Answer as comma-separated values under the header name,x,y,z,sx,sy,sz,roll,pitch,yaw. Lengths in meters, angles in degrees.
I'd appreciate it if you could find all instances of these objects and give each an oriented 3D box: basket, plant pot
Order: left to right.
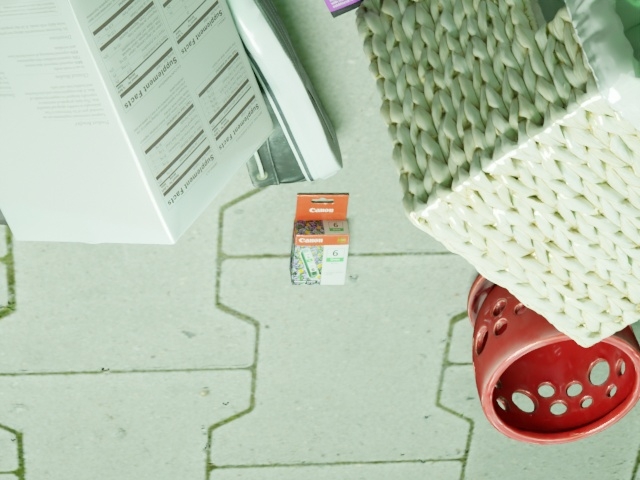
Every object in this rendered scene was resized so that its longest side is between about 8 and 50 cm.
name,x,y,z,sx,sy,sz,roll,pitch,yaw
plant pot,0.265,0.114,1.957,0.191,0.174,0.191,-4,131,-4
basket,0.242,-0.126,1.626,0.266,0.328,0.331,-34,135,24

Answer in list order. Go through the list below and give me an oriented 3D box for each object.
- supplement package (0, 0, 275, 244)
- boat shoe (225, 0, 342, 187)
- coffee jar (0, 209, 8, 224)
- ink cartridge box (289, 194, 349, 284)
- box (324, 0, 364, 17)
name,x,y,z,sx,sy,sz,roll,pitch,yaw
supplement package,-0.207,-0.158,1.564,0.199,0.198,0.263,1,126,34
boat shoe,-0.080,-0.164,1.700,0.119,0.121,0.335,-22,133,6
coffee jar,-0.330,-0.106,1.672,0.096,0.184,0.079,3,164,-10
ink cartridge box,0.000,0.000,1.917,0.062,0.029,0.115,0,132,-7
box,0.032,-0.304,1.654,0.116,0.029,0.162,-22,130,11
